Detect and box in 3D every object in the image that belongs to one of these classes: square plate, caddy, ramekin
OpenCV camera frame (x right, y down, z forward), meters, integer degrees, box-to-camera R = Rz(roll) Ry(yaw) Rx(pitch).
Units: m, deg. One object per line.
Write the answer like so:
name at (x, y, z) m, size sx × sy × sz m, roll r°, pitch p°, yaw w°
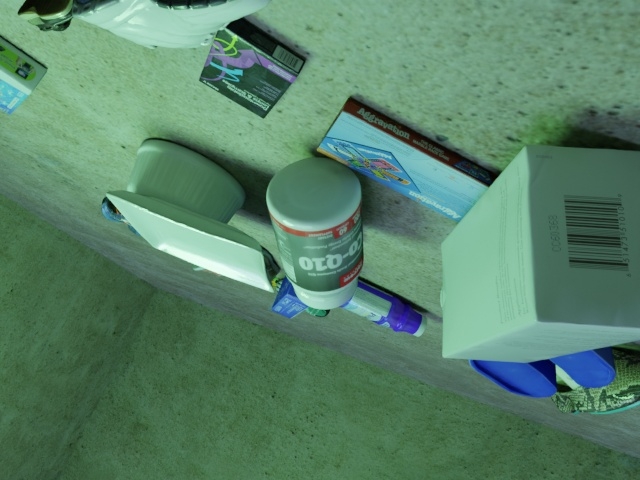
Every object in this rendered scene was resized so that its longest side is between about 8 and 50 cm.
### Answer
square plate at (-0.269, 0.005, 1.185) m, size 0.344 × 0.049 × 0.347 m, roll 20°, pitch 162°, yaw 6°
caddy at (0.433, 0.177, 1.043) m, size 0.241 × 0.179 × 0.341 m, roll -27°, pitch 132°, yaw 37°
ramekin at (-0.322, -0.107, 1.215) m, size 0.273 × 0.127 × 0.273 m, roll 21°, pitch 162°, yaw 7°

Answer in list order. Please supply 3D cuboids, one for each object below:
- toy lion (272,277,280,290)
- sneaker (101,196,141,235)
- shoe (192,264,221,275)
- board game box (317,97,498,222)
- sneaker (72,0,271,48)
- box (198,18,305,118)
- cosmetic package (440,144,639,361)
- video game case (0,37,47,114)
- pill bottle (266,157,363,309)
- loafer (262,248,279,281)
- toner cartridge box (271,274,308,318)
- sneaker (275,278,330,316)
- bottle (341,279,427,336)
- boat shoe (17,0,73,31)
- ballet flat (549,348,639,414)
toy lion at (-0.193, 0.154, 1.970) m, size 0.100 × 0.034 × 0.096 m, roll 24°, pitch 155°, yaw -2°
sneaker at (-0.648, -0.089, 1.773) m, size 0.087 × 0.083 × 0.221 m, roll -5°, pitch 155°, yaw 31°
shoe at (-0.443, 0.108, 2.082) m, size 0.081 × 0.063 × 0.178 m, roll 40°, pitch 152°, yaw -30°
board game box at (0.141, -0.112, 0.799) m, size 0.281 × 0.027 × 0.145 m, roll 26°, pitch 160°, yaw -9°
sneaker at (-0.155, -0.281, 0.595) m, size 0.297 × 0.111 × 0.129 m, roll 14°, pitch 176°, yaw 36°
box at (-0.102, -0.238, 0.730) m, size 0.116 × 0.029 × 0.162 m, roll 28°, pitch 163°, yaw -16°
cosmetic package at (0.290, 0.050, 0.735) m, size 0.156 × 0.217 × 0.385 m, roll 4°, pitch 164°, yaw 0°
video game case at (-0.711, -0.370, 1.045) m, size 0.244 × 0.061 × 0.269 m, roll 37°, pitch 158°, yaw -33°
pill bottle at (0.000, 0.000, 0.967) m, size 0.161 × 0.161 × 0.283 m, roll 17°, pitch 146°, yaw 19°
loafer at (-0.203, 0.086, 1.687) m, size 0.094 × 0.087 × 0.251 m, roll 15°, pitch 161°, yaw 24°
toner cartridge box at (-0.060, 0.120, 1.489) m, size 0.075 × 0.165 × 0.348 m, roll 25°, pitch 163°, yaw -5°
sneaker at (-0.064, 0.200, 1.903) m, size 0.224 × 0.083 × 0.098 m, roll 33°, pitch -179°, yaw -16°
bottle at (0.179, 0.200, 1.540) m, size 0.283 × 0.092 × 0.118 m, roll 26°, pitch 161°, yaw -8°
boat shoe at (-0.392, -0.338, 0.768) m, size 0.152 × 0.056 × 0.049 m, roll 21°, pitch 170°, yaw 39°
ballet flat at (0.656, 0.347, 1.320) m, size 0.182 × 0.164 × 0.483 m, roll 39°, pitch 169°, yaw 18°
